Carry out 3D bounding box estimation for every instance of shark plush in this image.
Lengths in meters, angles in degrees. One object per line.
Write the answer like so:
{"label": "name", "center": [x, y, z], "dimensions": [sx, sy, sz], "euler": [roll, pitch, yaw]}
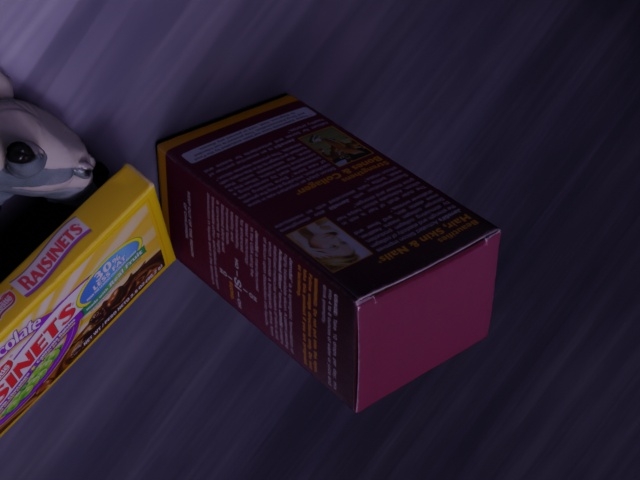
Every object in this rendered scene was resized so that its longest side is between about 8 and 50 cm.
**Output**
{"label": "shark plush", "center": [-0.162, -0.042, 0.668], "dimensions": [0.067, 0.073, 0.161], "euler": [-38, 164, 11]}

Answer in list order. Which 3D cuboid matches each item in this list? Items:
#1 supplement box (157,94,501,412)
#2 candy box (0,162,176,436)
{"label": "supplement box", "center": [0.000, 0.000, 0.726], "dimensions": [0.104, 0.188, 0.081], "euler": [-25, 134, -30]}
{"label": "candy box", "center": [-0.163, 0.055, 0.691], "dimensions": [0.206, 0.027, 0.105], "euler": [-47, 161, -18]}
